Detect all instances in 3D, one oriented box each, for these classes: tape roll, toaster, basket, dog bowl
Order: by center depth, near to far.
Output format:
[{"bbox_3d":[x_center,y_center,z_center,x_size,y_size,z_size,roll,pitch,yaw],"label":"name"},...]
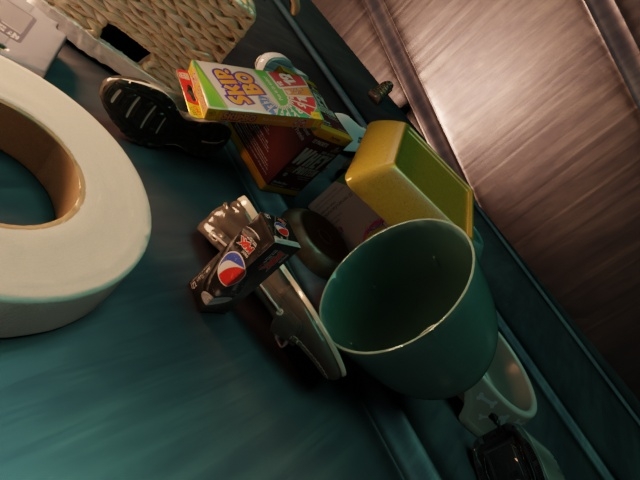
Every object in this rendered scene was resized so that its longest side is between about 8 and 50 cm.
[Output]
[{"bbox_3d":[-0.377,-0.076,0.572,0.392,0.072,0.392,37,28,-23],"label":"tape roll"},{"bbox_3d":[0.390,0.460,0.997,0.146,0.129,0.227,38,24,-30],"label":"toaster"},{"bbox_3d":[-0.327,-0.497,1.030,0.328,0.266,0.331,33,31,-32],"label":"basket"},{"bbox_3d":[0.375,0.297,1.233,0.348,0.102,0.349,37,28,-23],"label":"dog bowl"}]

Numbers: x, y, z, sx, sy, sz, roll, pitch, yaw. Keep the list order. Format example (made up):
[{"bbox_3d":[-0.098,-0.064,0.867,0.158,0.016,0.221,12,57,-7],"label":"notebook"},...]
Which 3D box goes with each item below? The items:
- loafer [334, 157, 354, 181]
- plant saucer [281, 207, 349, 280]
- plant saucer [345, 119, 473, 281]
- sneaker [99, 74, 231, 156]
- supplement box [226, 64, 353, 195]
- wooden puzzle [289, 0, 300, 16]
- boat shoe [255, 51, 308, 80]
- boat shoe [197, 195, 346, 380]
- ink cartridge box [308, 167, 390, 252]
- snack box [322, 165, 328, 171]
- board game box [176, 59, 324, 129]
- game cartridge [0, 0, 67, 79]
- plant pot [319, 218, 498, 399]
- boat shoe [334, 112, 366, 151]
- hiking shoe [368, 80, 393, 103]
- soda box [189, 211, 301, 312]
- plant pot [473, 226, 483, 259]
[{"bbox_3d":[0.078,-0.176,1.450,0.078,0.076,0.223,45,28,-26],"label":"loafer"},{"bbox_3d":[0.000,0.000,1.122,0.198,0.036,0.199,36,28,-23],"label":"plant saucer"},{"bbox_3d":[0.224,-0.112,1.122,0.332,0.081,0.333,41,34,-12],"label":"plant saucer"},{"bbox_3d":[-0.283,-0.228,0.932,0.108,0.100,0.271,49,17,24],"label":"sneaker"},{"bbox_3d":[-0.072,-0.236,1.151,0.129,0.194,0.191,4,50,-56],"label":"supplement box"},{"bbox_3d":[-0.181,-0.630,1.059,0.348,0.080,0.322,39,27,-33],"label":"wooden puzzle"},{"bbox_3d":[-0.134,-0.509,1.577,0.094,0.109,0.302,37,14,12],"label":"boat shoe"},{"bbox_3d":[-0.081,0.087,0.827,0.335,0.095,0.112,58,-10,11],"label":"boat shoe"},{"bbox_3d":[0.144,-0.053,1.232,0.278,0.201,0.117,48,26,-3],"label":"ink cartridge box"},{"bbox_3d":[-0.053,-0.255,1.414,0.178,0.022,0.064,33,28,-30],"label":"snack box"},{"bbox_3d":[-0.126,-0.268,0.963,0.259,0.039,0.124,-5,58,-31],"label":"board game box"},{"bbox_3d":[-0.524,-0.337,0.730,0.294,0.060,0.196,32,26,-32],"label":"game cartridge"},{"bbox_3d":[0.180,0.146,0.937,0.235,0.293,0.293,53,20,-31],"label":"plant pot"},{"bbox_3d":[0.091,-0.348,1.701,0.301,0.108,0.102,6,14,-39],"label":"boat shoe"},{"bbox_3d":[0.309,-0.759,2.613,0.086,0.114,0.227,43,25,-11],"label":"hiking shoe"},{"bbox_3d":[-0.109,0.035,0.732,0.060,0.169,0.053,13,42,-52],"label":"soda box"},{"bbox_3d":[0.334,0.017,1.452,0.290,0.195,0.290,37,27,-23],"label":"plant pot"}]
